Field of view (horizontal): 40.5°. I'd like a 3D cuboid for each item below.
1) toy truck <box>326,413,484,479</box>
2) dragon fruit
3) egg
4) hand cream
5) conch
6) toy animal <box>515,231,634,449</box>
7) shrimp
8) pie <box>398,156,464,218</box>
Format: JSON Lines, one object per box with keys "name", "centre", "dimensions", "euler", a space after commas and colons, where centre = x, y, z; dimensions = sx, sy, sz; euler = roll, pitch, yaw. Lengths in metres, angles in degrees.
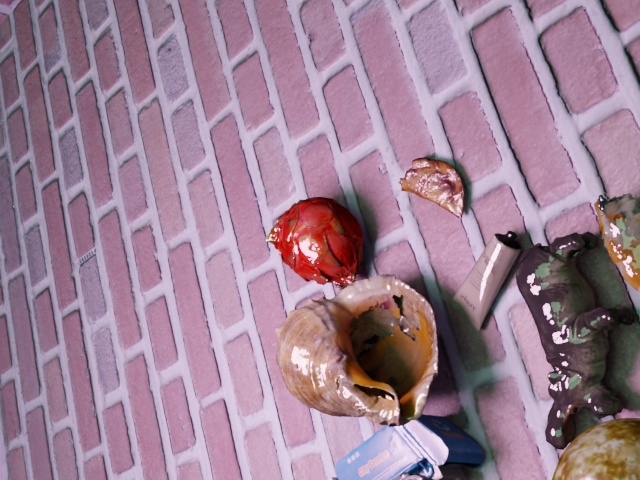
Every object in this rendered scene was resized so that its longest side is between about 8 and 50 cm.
{"name": "toy truck", "centre": [0.128, 0.459, 1.583], "dimensions": [0.367, 0.146, 0.175], "euler": [-43, 50, 26]}
{"name": "dragon fruit", "centre": [0.000, 0.000, 1.751], "dimensions": [0.209, 0.172, 0.172], "euler": [33, 108, 10]}
{"name": "egg", "centre": [0.449, 0.398, 1.234], "dimensions": [0.238, 0.238, 0.289], "euler": [0, 94, 42]}
{"name": "hand cream", "centre": [0.299, 0.063, 1.550], "dimensions": [0.087, 0.054, 0.186], "euler": [47, 121, 41]}
{"name": "conch", "centre": [0.093, 0.220, 1.607], "dimensions": [0.297, 0.210, 0.352], "euler": [-46, 55, -3]}
{"name": "toy animal", "centre": [0.411, 0.159, 1.396], "dimensions": [0.168, 0.106, 0.343], "euler": [-16, 77, 39]}
{"name": "shrimp", "centre": [0.557, 0.010, 1.308], "dimensions": [0.287, 0.068, 0.185], "euler": [-6, 81, 40]}
{"name": "pie", "centre": [0.217, -0.109, 1.657], "dimensions": [0.170, 0.034, 0.092], "euler": [26, 105, 42]}
